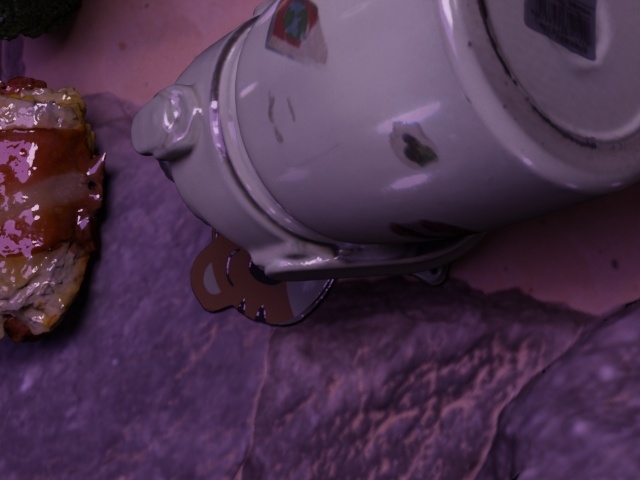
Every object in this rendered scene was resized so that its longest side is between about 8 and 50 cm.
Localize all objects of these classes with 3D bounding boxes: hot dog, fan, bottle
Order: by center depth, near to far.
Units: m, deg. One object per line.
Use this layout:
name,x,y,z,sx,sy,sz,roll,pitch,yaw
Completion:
bottle,0.045,-0.085,1.163,0.351,0.229,0.229,-22,67,48
fan,0.000,0.000,1.313,0.226,0.008,0.152,17,90,39
hot dog,-0.237,-0.024,1.443,0.146,0.103,0.213,3,91,16

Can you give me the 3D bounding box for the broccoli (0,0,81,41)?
broccoli,-0.232,-0.345,1.389,0.321,0.310,0.413,46,142,25
